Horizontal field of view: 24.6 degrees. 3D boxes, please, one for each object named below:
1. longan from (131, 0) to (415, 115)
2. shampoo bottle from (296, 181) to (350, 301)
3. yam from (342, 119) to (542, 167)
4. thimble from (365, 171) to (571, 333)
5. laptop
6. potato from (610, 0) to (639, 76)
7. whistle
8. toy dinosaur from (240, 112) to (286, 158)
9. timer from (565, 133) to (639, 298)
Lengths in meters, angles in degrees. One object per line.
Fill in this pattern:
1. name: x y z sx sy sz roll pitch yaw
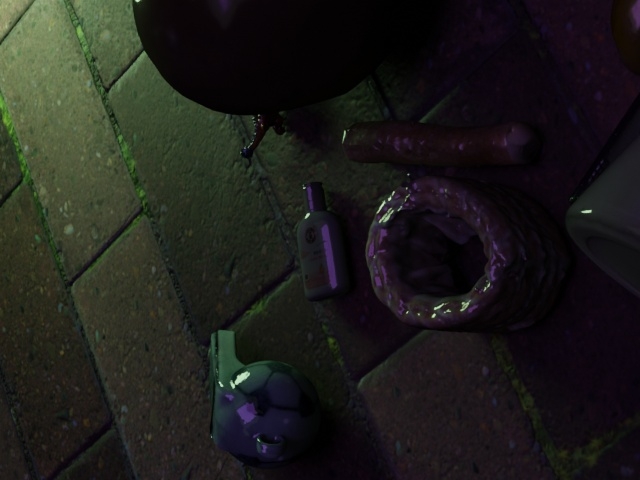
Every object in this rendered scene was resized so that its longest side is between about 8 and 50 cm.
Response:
1. longan: -0.067 -0.347 1.956 0.404 0.336 0.405 -18 43 18
2. shampoo bottle: 0.000 0.000 2.064 0.080 0.040 0.165 -19 76 44
3. yam: 0.153 -0.126 1.907 0.299 0.066 0.066 5 91 43
4. thimble: 0.176 0.022 1.817 0.229 0.148 0.196 37 113 42
5. laptop: 0.377 -0.079 1.715 0.129 0.016 0.180 47 118 35
6. potato: 0.409 -0.264 1.609 0.200 0.137 0.155 -45 59 31
7. whistle: -0.079 0.230 2.078 0.290 0.163 0.164 -104 35 -68
8. toy dinosaur: -0.077 -0.185 2.143 0.055 0.049 0.154 41 110 35
9. timer: 0.453 -0.068 1.504 0.290 0.291 0.315 31 86 41
